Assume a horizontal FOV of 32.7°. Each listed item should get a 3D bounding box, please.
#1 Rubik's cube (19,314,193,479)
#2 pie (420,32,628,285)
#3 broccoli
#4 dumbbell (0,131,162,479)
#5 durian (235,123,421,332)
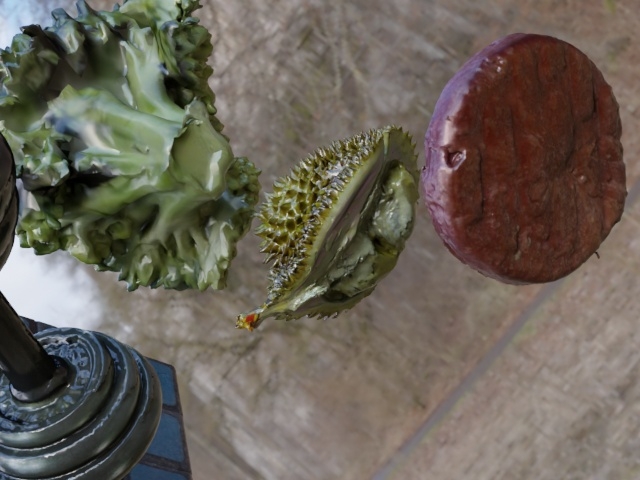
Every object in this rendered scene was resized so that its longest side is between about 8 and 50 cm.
[{"bbox_3d":[-0.349,0.301,1.283,0.303,0.305,0.301,-56,31,23],"label":"Rubik's cube"},{"bbox_3d":[0.148,-0.056,0.768,0.182,0.182,0.050,-47,25,-21],"label":"pie"},{"bbox_3d":[-0.197,-0.080,1.136,0.293,0.347,0.281,-35,17,-29],"label":"broccoli"},{"bbox_3d":[-0.265,0.068,0.887,0.179,0.179,0.406,-47,-41,-23],"label":"dumbbell"},{"bbox_3d":[0.000,0.000,0.885,0.208,0.102,0.146,-49,-40,-20],"label":"durian"}]
